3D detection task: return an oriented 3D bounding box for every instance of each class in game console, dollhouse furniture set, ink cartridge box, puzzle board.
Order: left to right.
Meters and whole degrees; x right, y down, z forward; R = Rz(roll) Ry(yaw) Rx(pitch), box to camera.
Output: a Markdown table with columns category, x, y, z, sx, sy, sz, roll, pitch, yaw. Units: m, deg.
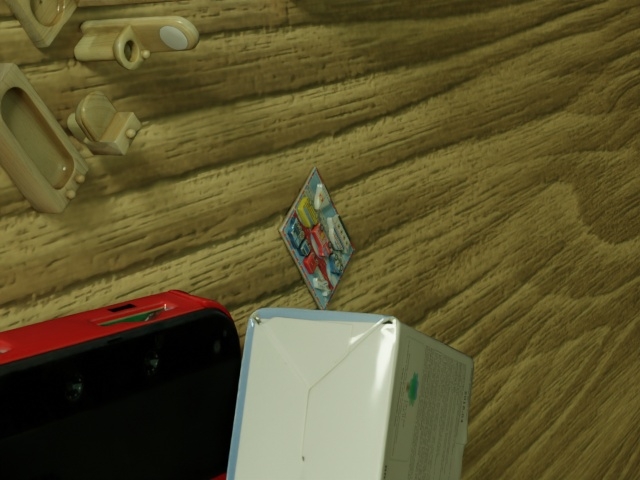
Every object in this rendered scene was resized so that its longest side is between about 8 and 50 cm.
| category | x | y | z | sx | sy | sz | roll | pitch | yaw |
| --- | --- | --- | --- | --- | --- | --- | --- | --- | --- |
| game console | -0.189 | 0.229 | 1.028 | 0.387 | 0.060 | 0.341 | -13 | 108 | -58 |
| dollhouse furniture set | -0.167 | -0.121 | 0.956 | 0.144 | 0.123 | 0.151 | 61 | 43 | -42 |
| puzzle board | 0.000 | 0.000 | 1.358 | 0.096 | 0.011 | 0.128 | -62 | 142 | -36 |
| ink cartridge box | 0.048 | 0.229 | 1.285 | 0.395 | 0.151 | 0.269 | 29 | 67 | -67 |
